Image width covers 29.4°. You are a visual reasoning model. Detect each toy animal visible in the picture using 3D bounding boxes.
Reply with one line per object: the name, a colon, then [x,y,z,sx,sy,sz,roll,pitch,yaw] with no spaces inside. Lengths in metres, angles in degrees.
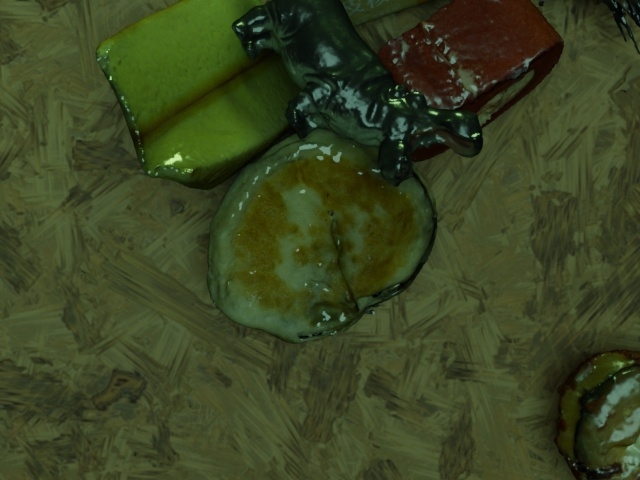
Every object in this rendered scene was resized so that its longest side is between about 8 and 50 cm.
toy animal: [0.040,-0.186,1.566,0.343,0.106,0.168,43,87,11]

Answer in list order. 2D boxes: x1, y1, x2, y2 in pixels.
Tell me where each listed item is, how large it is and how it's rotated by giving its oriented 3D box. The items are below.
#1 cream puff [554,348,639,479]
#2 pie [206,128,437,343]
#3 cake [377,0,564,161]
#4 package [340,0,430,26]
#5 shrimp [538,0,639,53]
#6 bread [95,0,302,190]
cream puff: [0.451,0.262,1.772,0.240,0.164,0.240,-4,110,-11]
pie: [0.000,0.000,1.697,0.339,0.077,0.339,-6,122,-9]
cake: [0.191,-0.233,1.689,0.283,0.177,0.151,-36,82,-6]
package: [0.073,-0.397,1.628,0.311,0.165,0.221,-16,109,4]
shrimp: [0.354,-0.391,1.670,0.116,0.145,0.343,-32,99,41]
bread: [-0.142,-0.204,1.580,0.245,0.361,0.233,-37,97,2]
